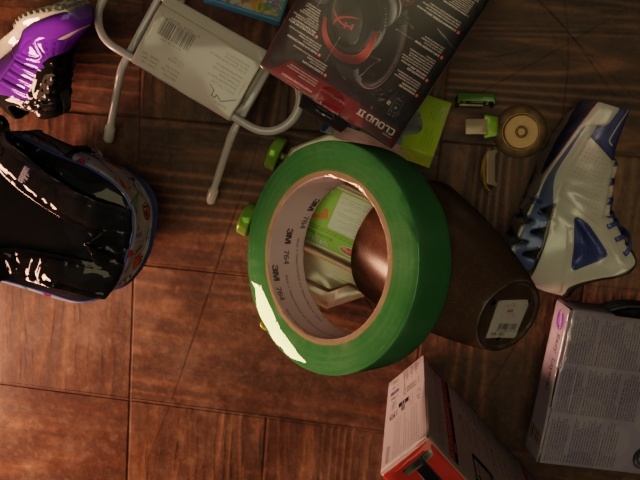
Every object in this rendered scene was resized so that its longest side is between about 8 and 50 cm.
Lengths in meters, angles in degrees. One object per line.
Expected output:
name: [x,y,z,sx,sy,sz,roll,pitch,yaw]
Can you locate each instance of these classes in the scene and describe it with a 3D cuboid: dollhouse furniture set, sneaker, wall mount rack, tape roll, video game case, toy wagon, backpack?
dollhouse furniture set: [0.238,-0.149,1.143,0.058,0.076,0.152,1,89,5]
sneaker: [-0.428,-0.273,1.171,0.293,0.102,0.146,-15,109,40]
wall mount rack: [-0.201,-0.236,1.168,0.350,0.130,0.304,31,98,2]
tape roll: [0.030,0.024,1.041,0.321,0.077,0.321,-1,89,43]
video game case: [-0.095,-0.409,1.123,0.119,0.015,0.166,17,67,-2]
sneaker: [0.402,-0.044,1.122,0.182,0.127,0.316,22,108,0]
toy wagon: [0.000,0.000,1.203,0.267,0.068,0.344,26,102,3]
backpack: [-0.397,-0.028,1.182,0.263,0.213,0.277,24,108,12]

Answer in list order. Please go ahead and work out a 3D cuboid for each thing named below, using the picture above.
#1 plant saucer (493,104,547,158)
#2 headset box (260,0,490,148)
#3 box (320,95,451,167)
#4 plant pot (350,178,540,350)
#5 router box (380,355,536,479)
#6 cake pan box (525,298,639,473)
plant saucer: [0.312,-0.169,1.158,0.083,0.015,0.083,1,99,7]
headset box: [0.071,-0.285,1.011,0.218,0.110,0.293,31,112,-5]
box: [0.101,-0.190,1.146,0.178,0.042,0.109,19,66,5]
plant pot: [0.193,0.054,1.060,0.215,0.230,0.215,-14,121,-25]
router box: [0.223,0.352,1.092,0.082,0.335,0.301,-42,92,11]
cake pan box: [0.466,0.227,1.154,0.245,0.070,0.267,6,101,-7]
